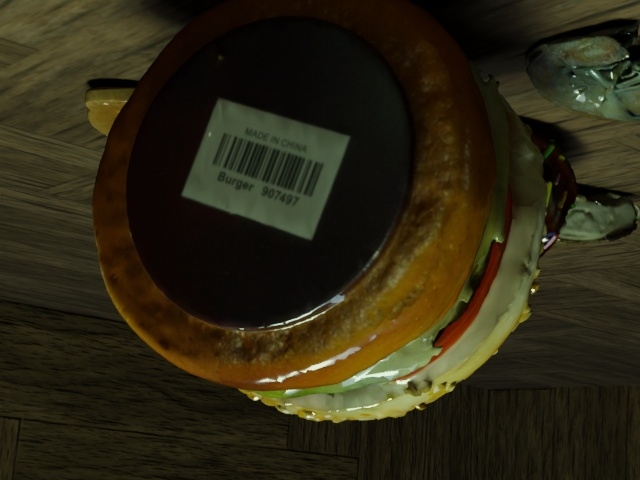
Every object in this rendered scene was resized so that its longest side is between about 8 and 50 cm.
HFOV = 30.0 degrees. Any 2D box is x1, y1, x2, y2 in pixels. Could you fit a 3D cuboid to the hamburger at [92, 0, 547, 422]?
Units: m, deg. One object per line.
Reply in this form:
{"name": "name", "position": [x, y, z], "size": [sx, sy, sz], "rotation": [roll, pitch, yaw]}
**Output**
{"name": "hamburger", "position": [0.006, -0.024, 0.933], "size": [0.329, 0.330, 0.250], "rotation": [-2, 167, 28]}

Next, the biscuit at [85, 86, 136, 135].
{"name": "biscuit", "position": [-0.176, -0.126, 1.200], "size": [0.118, 0.023, 0.140], "rotation": [6, 167, -8]}

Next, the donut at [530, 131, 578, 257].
{"name": "donut", "position": [0.145, -0.038, 1.222], "size": [0.235, 0.089, 0.235], "rotation": [10, 151, 5]}

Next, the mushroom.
{"name": "mushroom", "position": [0.255, -0.029, 1.364], "size": [0.209, 0.072, 0.094], "rotation": [9, 173, -20]}

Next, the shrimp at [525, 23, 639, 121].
{"name": "shrimp", "position": [0.244, -0.139, 0.942], "size": [0.126, 0.048, 0.223], "rotation": [20, 165, -17]}
